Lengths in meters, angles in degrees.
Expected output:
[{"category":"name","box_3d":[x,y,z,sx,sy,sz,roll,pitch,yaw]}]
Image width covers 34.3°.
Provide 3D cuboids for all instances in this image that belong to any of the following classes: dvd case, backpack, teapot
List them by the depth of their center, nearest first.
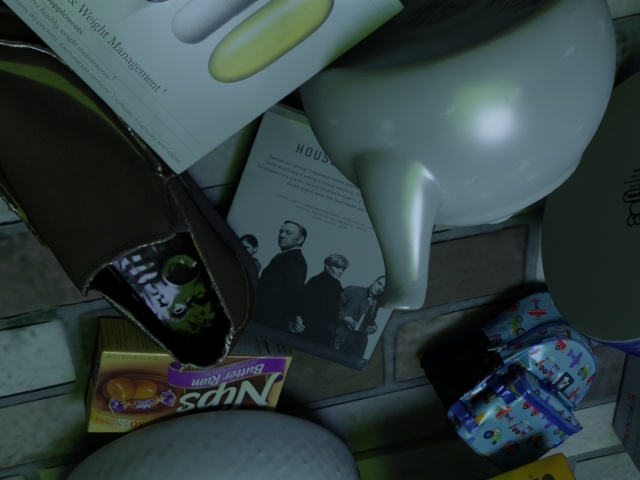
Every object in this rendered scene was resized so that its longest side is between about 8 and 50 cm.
[{"category":"teapot","box_3d":[0.117,-0.100,0.800,0.256,0.252,0.187,-24,119,0]},{"category":"dvd case","box_3d":[0.000,0.000,0.945,0.179,0.029,0.238,19,120,-7]},{"category":"backpack","box_3d":[0.221,0.147,1.104,0.173,0.117,0.158,-37,129,8]}]

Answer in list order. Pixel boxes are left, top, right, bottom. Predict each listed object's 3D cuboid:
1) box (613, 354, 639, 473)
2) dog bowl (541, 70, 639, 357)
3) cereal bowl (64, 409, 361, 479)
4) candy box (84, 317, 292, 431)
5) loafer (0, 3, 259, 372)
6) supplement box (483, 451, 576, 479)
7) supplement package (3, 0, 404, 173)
[{"category":"box","box_3d":[0.440,0.186,1.126,0.127,0.231,0.261,-10,128,-9]},{"category":"dog bowl","box_3d":[0.318,-0.022,0.910,0.104,0.265,0.264,18,119,-24]},{"category":"cereal bowl","box_3d":[-0.109,0.330,1.088,0.339,0.141,0.339,-7,137,-7]},{"category":"candy box","box_3d":[-0.132,0.136,1.025,0.187,0.053,0.109,5,124,-19]},{"category":"loafer","box_3d":[-0.165,-0.031,0.824,0.134,0.130,0.366,-37,120,11]},{"category":"supplement box","box_3d":[0.210,0.395,1.155,0.195,0.194,0.356,-21,154,-1]},{"category":"supplement package","box_3d":[-0.089,-0.198,0.725,0.203,0.149,0.194,-35,128,11]}]
